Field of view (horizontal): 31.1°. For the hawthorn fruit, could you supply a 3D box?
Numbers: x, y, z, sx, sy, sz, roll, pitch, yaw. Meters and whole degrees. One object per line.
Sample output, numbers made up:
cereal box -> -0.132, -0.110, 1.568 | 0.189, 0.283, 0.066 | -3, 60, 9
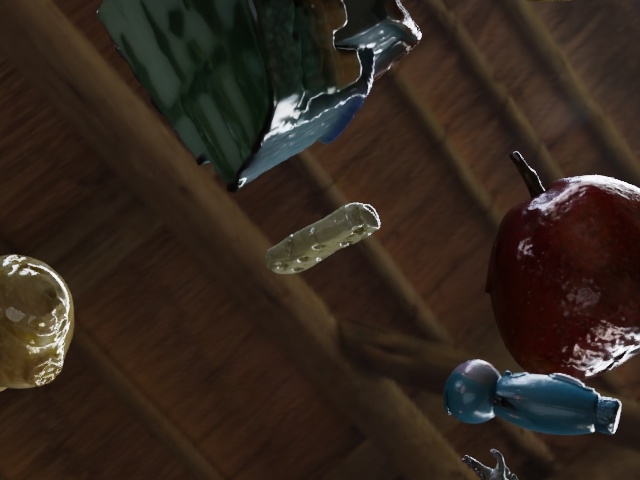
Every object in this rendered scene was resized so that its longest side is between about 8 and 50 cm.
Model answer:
hawthorn fruit -> 0.285, 0.014, 1.265 | 0.230, 0.210, 0.266 | -20, -98, -25

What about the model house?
model house -> -0.013, -0.257, 1.084 | 0.329, 0.251, 0.295 | -27, -105, -34

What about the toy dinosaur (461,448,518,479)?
toy dinosaur -> 0.274, 0.363, 1.570 | 0.209, 0.039, 0.082 | 35, -116, -7

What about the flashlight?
flashlight -> 0.154, 0.120, 0.843 | 0.051, 0.129, 0.051 | 10, -90, -67

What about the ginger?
ginger -> -0.364, 0.011, 1.009 | 0.122, 0.348, 0.363 | -22, -104, -51

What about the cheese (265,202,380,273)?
cheese -> 0.000, 0.000, 1.505 | 0.065, 0.194, 0.043 | -1, -108, -42
